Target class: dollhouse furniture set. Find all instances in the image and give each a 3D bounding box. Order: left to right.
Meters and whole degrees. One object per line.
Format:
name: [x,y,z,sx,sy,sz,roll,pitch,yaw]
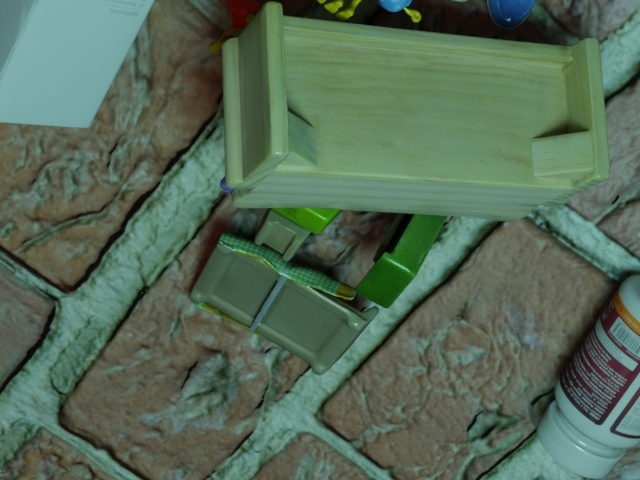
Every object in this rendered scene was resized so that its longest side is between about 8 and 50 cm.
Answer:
dollhouse furniture set: [0.000,0.000,1.525,0.198,0.151,0.301,31,146,-3]

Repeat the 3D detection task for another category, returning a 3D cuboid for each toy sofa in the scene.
toy sofa: [0.084,-0.117,1.319,0.363,0.177,0.150,2,76,-20]

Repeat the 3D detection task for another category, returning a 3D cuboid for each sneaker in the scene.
sneaker: [0.203,-0.273,1.345,0.058,0.084,0.152,17,119,-2]

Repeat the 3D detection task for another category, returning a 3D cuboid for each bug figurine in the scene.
bug figurine: [-0.039,-0.260,1.308,0.216,0.072,0.279,40,151,-25]

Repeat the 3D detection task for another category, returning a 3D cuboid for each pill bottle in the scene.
pill bottle: [0.342,0.157,1.535,0.121,0.121,0.221,25,118,-6]

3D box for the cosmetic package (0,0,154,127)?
cosmetic package: [-0.282,-0.265,1.319,0.224,0.138,0.224,51,121,30]
